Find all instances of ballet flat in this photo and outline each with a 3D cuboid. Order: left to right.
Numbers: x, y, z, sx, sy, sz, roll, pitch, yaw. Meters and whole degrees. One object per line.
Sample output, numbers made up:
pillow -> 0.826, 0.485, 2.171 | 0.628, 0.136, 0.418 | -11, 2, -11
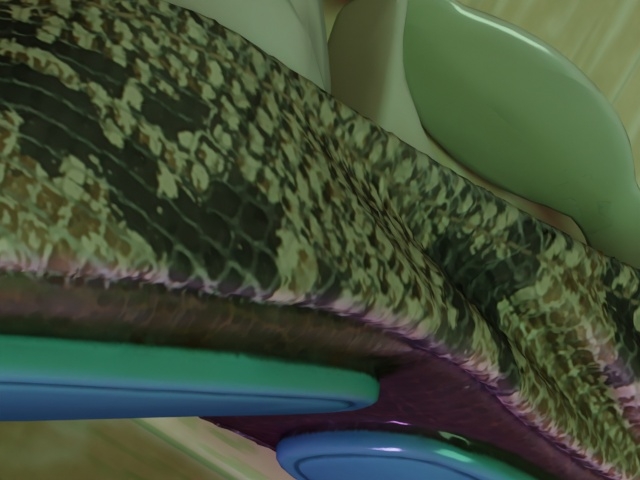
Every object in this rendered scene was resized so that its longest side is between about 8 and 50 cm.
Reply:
ballet flat -> 0.000, 0.000, 0.486 | 0.483, 0.164, 0.182 | 22, 68, -46
